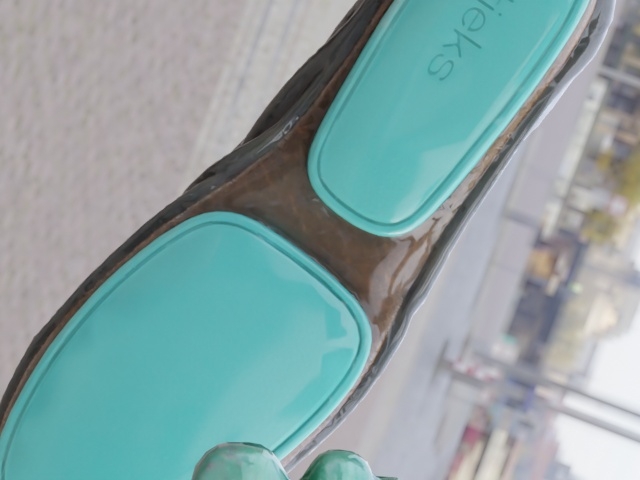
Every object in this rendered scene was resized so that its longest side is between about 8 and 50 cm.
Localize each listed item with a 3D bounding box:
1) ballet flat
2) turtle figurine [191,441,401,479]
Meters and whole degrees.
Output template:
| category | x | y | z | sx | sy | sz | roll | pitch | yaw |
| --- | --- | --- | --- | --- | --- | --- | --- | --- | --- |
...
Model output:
| category | x | y | z | sx | sy | sz | roll | pitch | yaw |
| --- | --- | --- | --- | --- | --- | --- | --- | --- | --- |
| ballet flat | 0.000 | 0.000 | 0.673 | 0.280 | 0.095 | 0.096 | -47 | 178 | 0 |
| turtle figurine | -0.002 | 0.104 | 0.212 | 0.234 | 0.175 | 0.118 | -135 | -122 | -61 |
